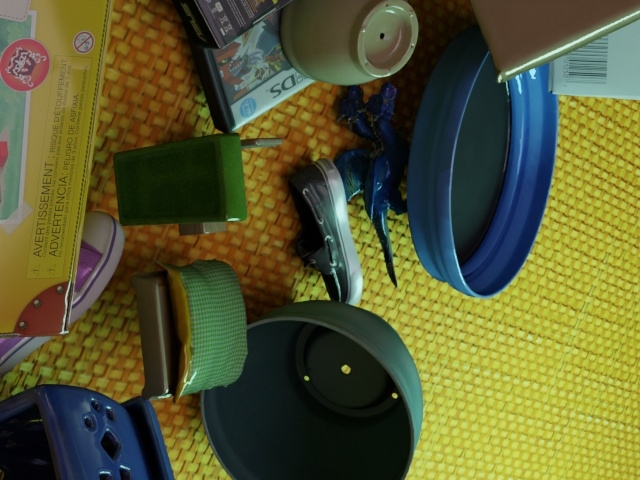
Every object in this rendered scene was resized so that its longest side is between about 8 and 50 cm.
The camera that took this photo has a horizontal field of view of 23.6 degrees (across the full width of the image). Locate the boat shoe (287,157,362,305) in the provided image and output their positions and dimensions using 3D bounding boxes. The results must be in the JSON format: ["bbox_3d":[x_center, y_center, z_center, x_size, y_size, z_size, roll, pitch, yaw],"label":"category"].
[{"bbox_3d":[0.000,0.000,2.052,0.076,0.080,0.229,-24,129,-20],"label":"boat shoe"}]

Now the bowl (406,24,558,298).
[{"bbox_3d":[0.231,-0.115,2.156,0.391,0.077,0.391,-29,124,-56],"label":"bowl"}]

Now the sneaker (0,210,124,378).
[{"bbox_3d":[-0.345,0.038,1.685,0.282,0.102,0.161,-46,133,-20],"label":"sneaker"}]

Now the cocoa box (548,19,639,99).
[{"bbox_3d":[0.448,-0.399,2.146,0.228,0.231,0.347,-65,156,-57],"label":"cocoa box"}]

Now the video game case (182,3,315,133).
[{"bbox_3d":[-0.055,-0.300,1.829,0.248,0.035,0.275,-34,130,-24],"label":"video game case"}]

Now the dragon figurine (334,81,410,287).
[{"bbox_3d":[0.070,-0.080,2.073,0.144,0.085,0.289,-6,113,-45],"label":"dragon figurine"}]

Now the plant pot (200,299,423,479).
[{"bbox_3d":[0.011,0.200,2.038,0.196,0.293,0.293,-46,145,-62],"label":"plant pot"}]

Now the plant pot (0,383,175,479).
[{"bbox_3d":[-0.289,0.302,1.729,0.212,0.236,0.236,4,65,-55],"label":"plant pot"}]

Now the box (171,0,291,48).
[{"bbox_3d":[-0.104,-0.379,1.689,0.216,0.060,0.270,-39,116,-23],"label":"box"}]

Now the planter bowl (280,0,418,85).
[{"bbox_3d":[0.048,-0.257,1.838,0.162,0.109,0.162,-19,121,-35],"label":"planter bowl"}]

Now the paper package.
[{"bbox_3d":[0.310,-0.404,1.908,0.310,0.324,0.168,65,12,-3],"label":"paper package"}]

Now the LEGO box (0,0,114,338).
[{"bbox_3d":[-0.404,-0.162,1.398,0.372,0.193,0.500,0,109,-35],"label":"LEGO box"}]

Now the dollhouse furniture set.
[{"bbox_3d":[-0.112,0.032,1.783,0.197,0.151,0.302,-8,93,-61],"label":"dollhouse furniture set"}]
